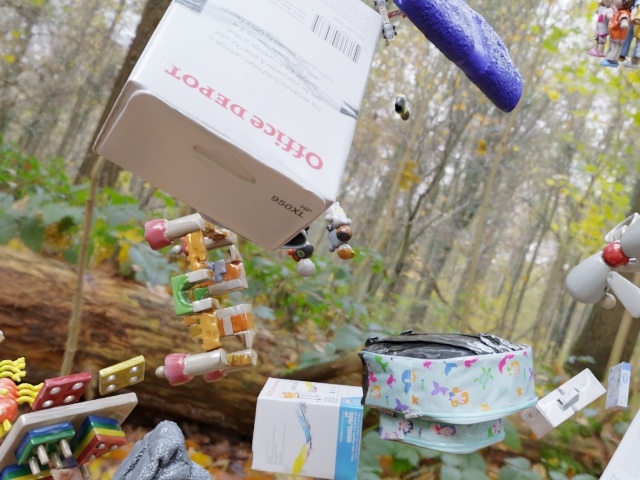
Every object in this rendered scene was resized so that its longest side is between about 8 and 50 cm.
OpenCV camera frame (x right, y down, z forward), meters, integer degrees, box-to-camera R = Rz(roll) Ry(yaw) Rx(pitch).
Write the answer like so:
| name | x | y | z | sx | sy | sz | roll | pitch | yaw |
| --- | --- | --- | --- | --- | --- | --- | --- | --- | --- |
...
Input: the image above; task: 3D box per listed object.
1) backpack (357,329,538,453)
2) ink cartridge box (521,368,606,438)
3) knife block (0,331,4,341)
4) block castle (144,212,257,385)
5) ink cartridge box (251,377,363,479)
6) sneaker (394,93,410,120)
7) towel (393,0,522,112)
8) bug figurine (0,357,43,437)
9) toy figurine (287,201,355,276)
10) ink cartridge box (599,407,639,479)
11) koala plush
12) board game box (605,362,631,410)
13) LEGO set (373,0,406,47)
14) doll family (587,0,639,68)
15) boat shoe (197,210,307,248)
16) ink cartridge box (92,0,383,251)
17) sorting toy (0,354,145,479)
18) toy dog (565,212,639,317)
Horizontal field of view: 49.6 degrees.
| name | x | y | z | sx | sy | sz | roll | pitch | yaw |
| --- | --- | --- | --- | --- | --- | --- | --- | --- | --- |
| backpack | 0.209 | 0.231 | 1.099 | 0.225 | 0.191 | 0.253 | 1 | -11 | -45 |
| ink cartridge box | 0.470 | 0.319 | 1.346 | 0.056 | 0.135 | 0.099 | 55 | -18 | 23 |
| knife block | -0.705 | 0.205 | 1.221 | 0.088 | 0.242 | 0.276 | -3 | -54 | 39 |
| block castle | -0.351 | 0.169 | 1.956 | 0.212 | 0.453 | 0.303 | -15 | -13 | 14 |
| ink cartridge box | -0.023 | 0.420 | 1.560 | 0.232 | 0.168 | 0.171 | 5 | 4 | 5 |
| sneaker | 0.192 | -0.313 | 1.659 | 0.031 | 0.035 | 0.083 | 15 | -27 | 30 |
| towel | 0.234 | -0.380 | 1.202 | 0.308 | 0.076 | 0.228 | 32 | 31 | -33 |
| bug figurine | -0.545 | 0.276 | 1.035 | 0.072 | 0.279 | 0.216 | 51 | -4 | -32 |
| toy figurine | 0.000 | 0.000 | 2.116 | 0.209 | 0.148 | 0.213 | -17 | -28 | -9 |
| ink cartridge box | 0.649 | 0.393 | 1.104 | 0.324 | 0.330 | 0.071 | 29 | -9 | 34 |
| koala plush | -0.340 | 0.564 | 1.644 | 0.221 | 0.203 | 0.196 | 40 | -17 | -21 |
| board game box | 0.622 | 0.307 | 1.450 | 0.020 | 0.090 | 0.090 | 12 | -17 | 9 |
| LEGO set | 0.125 | -0.565 | 1.570 | 0.182 | 0.244 | 0.060 | 30 | -3 | -15 |
| doll family | 0.609 | -0.429 | 1.350 | 0.118 | 0.163 | 0.263 | 10 | 23 | 8 |
| boat shoe | -0.112 | -0.035 | 1.224 | 0.227 | 0.079 | 0.081 | 17 | 20 | -42 |
| ink cartridge box | -0.097 | -0.227 | 0.973 | 0.285 | 0.395 | 0.166 | 30 | -39 | -19 |
| sorting toy | -0.273 | 0.225 | 0.752 | 0.132 | 0.274 | 0.046 | -1 | 49 | -48 |
| toy dog | 0.569 | 0.029 | 1.130 | 0.161 | 0.220 | 0.334 | 49 | -19 | 10 |
